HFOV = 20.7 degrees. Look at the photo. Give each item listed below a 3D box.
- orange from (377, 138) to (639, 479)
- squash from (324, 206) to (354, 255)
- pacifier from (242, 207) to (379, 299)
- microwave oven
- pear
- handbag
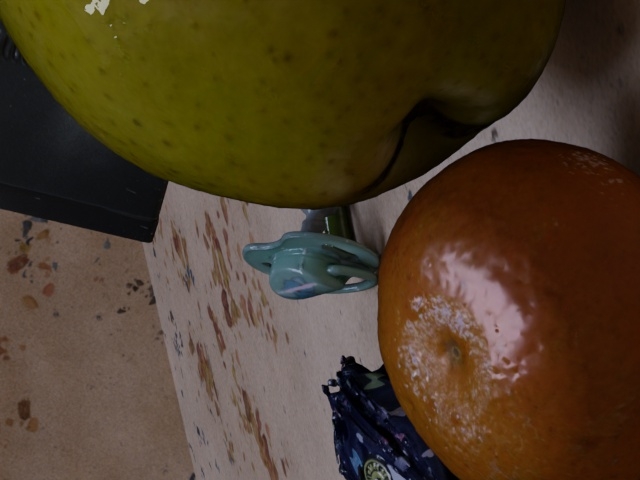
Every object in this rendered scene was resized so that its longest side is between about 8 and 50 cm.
[{"bbox_3d":[0.137,0.048,1.032,0.224,0.170,0.224,32,133,42],"label":"orange"},{"bbox_3d":[0.016,-0.012,1.749,0.027,0.027,0.083,-167,66,-75],"label":"squash"},{"bbox_3d":[0.000,0.000,1.701,0.150,0.127,0.116,-25,48,56],"label":"pacifier"},{"bbox_3d":[-0.225,-0.251,1.657,0.432,0.236,0.374,-98,24,-65],"label":"microwave oven"},{"bbox_3d":[-0.037,-0.216,1.075,0.418,0.362,0.362,52,157,21],"label":"pear"},{"bbox_3d":[0.091,0.200,1.473,0.260,0.113,0.162,45,153,51],"label":"handbag"}]
